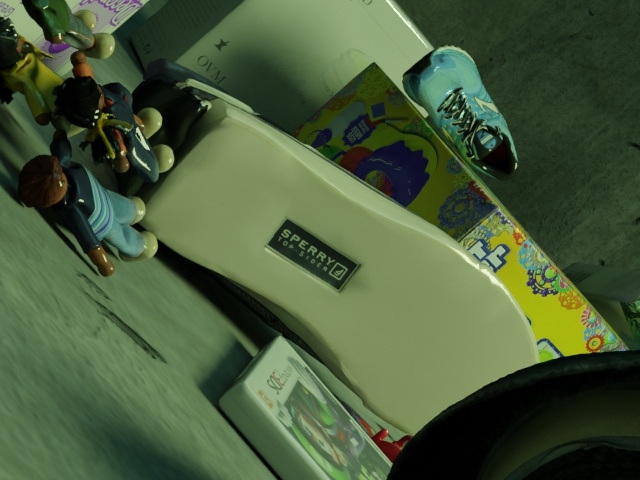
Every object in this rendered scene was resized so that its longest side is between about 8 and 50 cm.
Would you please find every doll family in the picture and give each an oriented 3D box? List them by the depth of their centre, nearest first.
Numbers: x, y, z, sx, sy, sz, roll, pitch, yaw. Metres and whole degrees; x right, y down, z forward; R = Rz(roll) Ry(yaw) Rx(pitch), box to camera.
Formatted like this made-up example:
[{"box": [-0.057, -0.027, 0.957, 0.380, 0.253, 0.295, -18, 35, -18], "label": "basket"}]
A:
[{"box": [-0.136, -0.070, 0.855, 0.193, 0.076, 0.111, 55, 3, 22], "label": "doll family"}]

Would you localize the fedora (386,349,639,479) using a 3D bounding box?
[{"box": [0.160, 0.209, 0.690, 0.334, 0.334, 0.152, 47, 40, -17], "label": "fedora"}]

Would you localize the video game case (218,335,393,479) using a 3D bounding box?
[{"box": [0.023, 0.141, 0.910, 0.190, 0.022, 0.173, 49, 7, -1], "label": "video game case"}]

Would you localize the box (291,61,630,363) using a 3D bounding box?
[{"box": [0.108, 0.042, 1.426, 0.279, 0.177, 0.290, 44, 8, -35], "label": "box"}]

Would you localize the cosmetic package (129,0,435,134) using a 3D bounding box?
[{"box": [-0.024, -0.176, 1.587, 0.224, 0.224, 0.138, 45, 7, -31], "label": "cosmetic package"}]

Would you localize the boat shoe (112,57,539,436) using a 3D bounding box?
[{"box": [0.000, 0.000, 1.071, 0.340, 0.127, 0.158, 40, 6, -29], "label": "boat shoe"}]

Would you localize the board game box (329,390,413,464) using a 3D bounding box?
[{"box": [0.061, 0.152, 1.076, 0.133, 0.033, 0.169, 48, 6, -15], "label": "board game box"}]

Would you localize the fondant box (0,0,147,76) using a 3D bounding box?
[{"box": [-0.105, -0.258, 1.000, 0.096, 0.330, 0.238, 52, 6, 10], "label": "fondant box"}]

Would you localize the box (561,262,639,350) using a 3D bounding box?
[{"box": [0.348, 0.170, 1.548, 0.322, 0.058, 0.232, 56, -10, -8], "label": "box"}]

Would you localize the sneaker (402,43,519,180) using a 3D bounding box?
[{"box": [0.132, -0.108, 1.411, 0.162, 0.063, 0.073, 42, 12, -44], "label": "sneaker"}]
